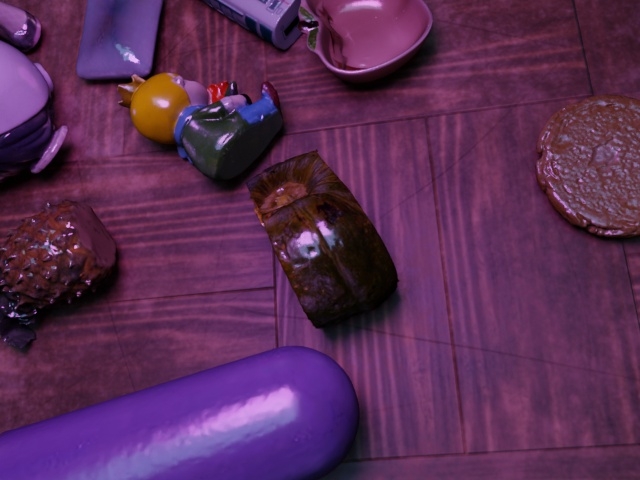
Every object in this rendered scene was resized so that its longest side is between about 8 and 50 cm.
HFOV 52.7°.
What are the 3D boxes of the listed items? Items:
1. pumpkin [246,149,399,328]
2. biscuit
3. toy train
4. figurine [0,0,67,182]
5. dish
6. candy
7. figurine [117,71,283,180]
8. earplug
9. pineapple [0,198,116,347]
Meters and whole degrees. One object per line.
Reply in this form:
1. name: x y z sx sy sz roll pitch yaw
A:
1. pumpkin: 0.001 0.000 0.933 0.139 0.190 0.280 -29 28 1
2. biscuit: 0.416 -0.105 0.914 0.226 0.042 0.226 -2 75 9
3. toy train: -0.199 -0.462 1.106 0.407 0.086 0.088 37 88 18
4. figurine: -0.579 -0.255 1.038 0.253 0.211 0.361 -25 70 1
5. dish: 0.067 -0.334 1.018 0.213 0.090 0.213 -2 73 6
6. candy: -0.343 -0.357 1.102 0.138 0.071 0.174 0 74 10
7. figurine: -0.187 -0.209 1.011 0.234 0.127 0.185 35 77 27
8. earplug: -0.170 0.270 0.819 0.456 0.215 0.215 -21 71 0
9. pineapple: -0.458 0.069 0.968 0.310 0.141 0.170 -28 96 8
